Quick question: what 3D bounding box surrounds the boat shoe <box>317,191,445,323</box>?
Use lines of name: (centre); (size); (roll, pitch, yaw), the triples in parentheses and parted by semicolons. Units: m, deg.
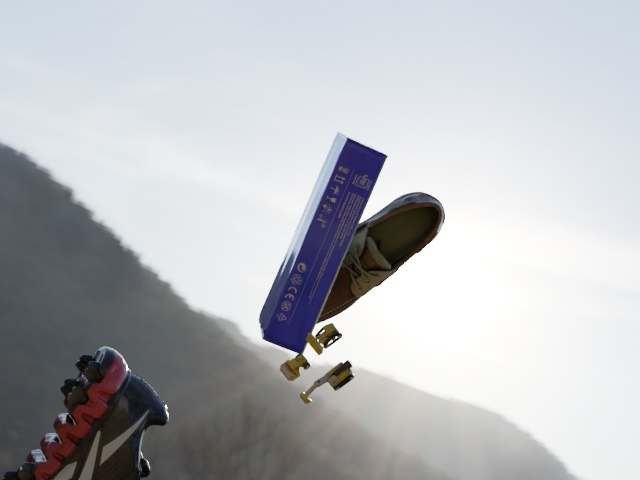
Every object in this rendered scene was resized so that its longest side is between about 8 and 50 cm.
boat shoe: (0.077, 0.024, 2.228); (0.122, 0.324, 0.120); (51, -4, -4)

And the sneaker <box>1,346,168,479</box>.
sneaker: (-0.267, 0.261, 1.439); (0.135, 0.276, 0.097); (35, -5, -18)

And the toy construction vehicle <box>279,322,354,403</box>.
toy construction vehicle: (-0.002, 0.163, 1.749); (0.086, 0.098, 0.035); (52, -9, 27)

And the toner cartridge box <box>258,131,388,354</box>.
toner cartridge box: (0.000, 0.000, 2.118); (0.075, 0.347, 0.165); (22, 6, -7)
